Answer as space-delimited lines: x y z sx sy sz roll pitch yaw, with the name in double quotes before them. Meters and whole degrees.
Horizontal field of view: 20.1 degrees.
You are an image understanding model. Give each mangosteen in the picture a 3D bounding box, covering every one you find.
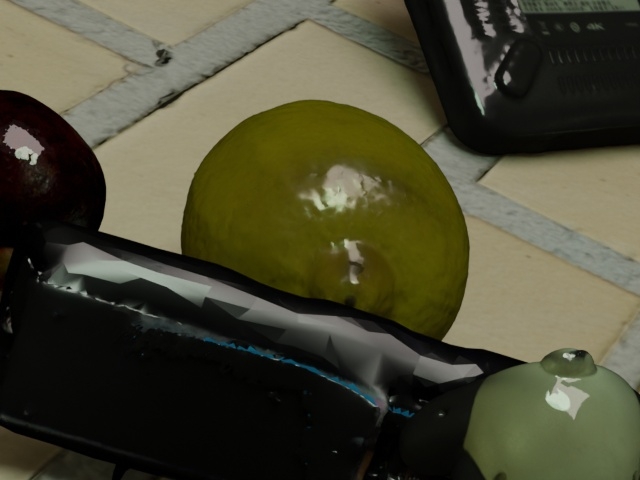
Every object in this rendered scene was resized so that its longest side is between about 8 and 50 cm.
"mangosteen" -0.210 -0.027 1.171 0.140 0.140 0.140 13 32 -8

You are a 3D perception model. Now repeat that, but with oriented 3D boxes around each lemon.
"lemon" 0.000 0.000 1.168 0.184 0.184 0.248 8 24 -15

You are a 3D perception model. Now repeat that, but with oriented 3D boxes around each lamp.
"lamp" 0.126 0.185 0.922 0.197 0.198 0.244 7 54 -16

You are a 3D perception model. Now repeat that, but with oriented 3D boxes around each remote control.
"remote control" 0.003 0.107 1.042 0.398 0.145 0.062 16 19 -7

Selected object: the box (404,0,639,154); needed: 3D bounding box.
"box" 0.203 -0.213 1.595 0.290 0.073 0.289 -5 67 -32
